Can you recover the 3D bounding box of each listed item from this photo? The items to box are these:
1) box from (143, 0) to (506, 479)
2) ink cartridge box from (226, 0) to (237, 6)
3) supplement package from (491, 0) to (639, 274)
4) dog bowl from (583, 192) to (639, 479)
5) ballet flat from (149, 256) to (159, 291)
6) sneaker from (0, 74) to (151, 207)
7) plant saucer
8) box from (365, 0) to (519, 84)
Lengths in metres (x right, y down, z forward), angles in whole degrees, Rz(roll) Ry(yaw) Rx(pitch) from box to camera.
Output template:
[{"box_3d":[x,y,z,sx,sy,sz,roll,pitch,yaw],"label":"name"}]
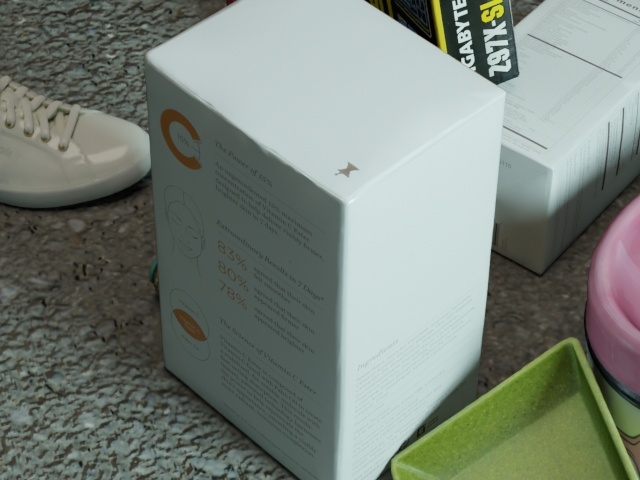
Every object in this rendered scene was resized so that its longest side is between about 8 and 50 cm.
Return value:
[{"box_3d":[0.000,0.000,1.531,0.168,0.345,0.215,-35,56,-30],"label":"box"},{"box_3d":[0.000,-0.211,1.929,0.127,0.072,0.175,-18,48,-18],"label":"ink cartridge box"},{"box_3d":[0.217,-0.110,1.789,0.139,0.134,0.244,30,53,26],"label":"supplement package"},{"box_3d":[0.386,0.055,1.522,0.408,0.150,0.408,-14,30,8],"label":"dog bowl"},{"box_3d":[-0.072,-0.019,1.746,0.067,0.073,0.206,30,55,8],"label":"ballet flat"},{"box_3d":[-0.296,-0.109,1.792,0.290,0.123,0.106,5,44,3],"label":"sneaker"},{"box_3d":[0.158,0.197,1.497,0.188,0.045,0.188,-37,43,20],"label":"plant saucer"},{"box_3d":[0.063,-0.305,1.747,0.079,0.257,0.322,-22,37,-11],"label":"box"}]
